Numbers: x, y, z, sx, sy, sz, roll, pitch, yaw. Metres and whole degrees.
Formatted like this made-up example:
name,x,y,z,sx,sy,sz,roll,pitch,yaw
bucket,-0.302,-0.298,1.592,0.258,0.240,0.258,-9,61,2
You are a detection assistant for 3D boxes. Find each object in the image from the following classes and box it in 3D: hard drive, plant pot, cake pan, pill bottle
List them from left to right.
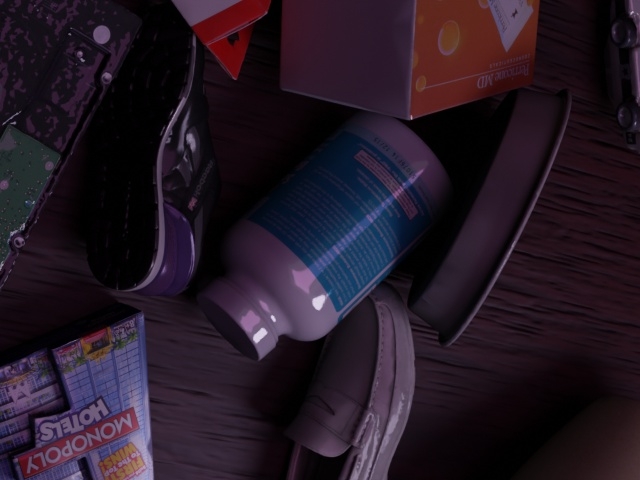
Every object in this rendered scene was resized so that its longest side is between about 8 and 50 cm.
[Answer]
name,x,y,z,sx,sy,sz,roll,pitch,yaw
hard drive,-0.340,-0.115,1.701,0.237,0.064,0.339,30,82,-30
pill bottle,0.000,0.000,1.870,0.264,0.146,0.146,-43,117,-18
cake pan,0.167,-0.033,1.904,0.054,0.293,0.293,26,84,-2
plant pot,0.300,0.317,2.066,0.256,0.256,0.274,48,57,-27

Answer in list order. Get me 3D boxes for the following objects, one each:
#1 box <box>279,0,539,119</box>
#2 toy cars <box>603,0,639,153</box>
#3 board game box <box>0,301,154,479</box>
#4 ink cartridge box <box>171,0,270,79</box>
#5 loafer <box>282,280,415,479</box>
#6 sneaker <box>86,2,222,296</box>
name,x,y,z,sx,sy,sz,roll,pitch,yaw
box,0.094,-0.314,1.796,0.215,0.168,0.345,-20,119,-47
toy cars,0.428,-0.126,2.138,0.393,0.087,0.176,45,71,-25
board game box,-0.241,0.187,1.813,0.194,0.060,0.194,-24,109,-25
ink cartridge box,-0.107,-0.282,1.759,0.231,0.078,0.134,53,27,-26
loafer,0.020,0.197,1.937,0.111,0.112,0.319,3,97,-39
sneaker,-0.151,-0.086,1.814,0.124,0.107,0.283,13,85,-58
